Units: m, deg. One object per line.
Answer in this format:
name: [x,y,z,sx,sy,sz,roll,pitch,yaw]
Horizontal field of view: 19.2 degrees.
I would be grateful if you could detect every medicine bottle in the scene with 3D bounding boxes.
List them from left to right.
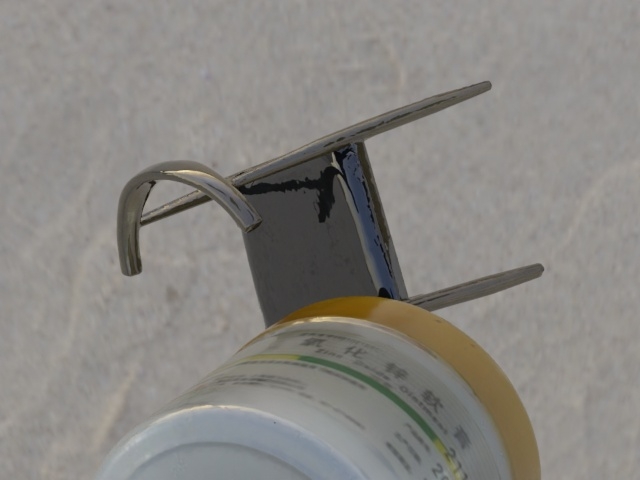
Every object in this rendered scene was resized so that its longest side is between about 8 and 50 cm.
medicine bottle: [-0.001,0.178,1.225,0.238,0.238,0.232,25,24,16]

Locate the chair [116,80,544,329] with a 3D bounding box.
chair: [0.000,0.000,1.414,0.272,0.188,0.166,-15,88,-35]
